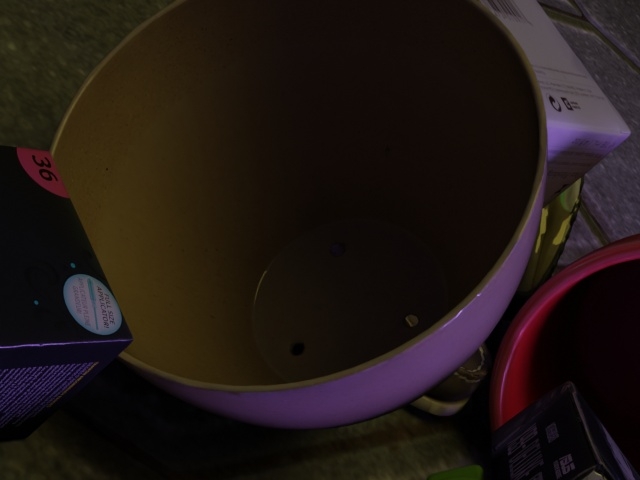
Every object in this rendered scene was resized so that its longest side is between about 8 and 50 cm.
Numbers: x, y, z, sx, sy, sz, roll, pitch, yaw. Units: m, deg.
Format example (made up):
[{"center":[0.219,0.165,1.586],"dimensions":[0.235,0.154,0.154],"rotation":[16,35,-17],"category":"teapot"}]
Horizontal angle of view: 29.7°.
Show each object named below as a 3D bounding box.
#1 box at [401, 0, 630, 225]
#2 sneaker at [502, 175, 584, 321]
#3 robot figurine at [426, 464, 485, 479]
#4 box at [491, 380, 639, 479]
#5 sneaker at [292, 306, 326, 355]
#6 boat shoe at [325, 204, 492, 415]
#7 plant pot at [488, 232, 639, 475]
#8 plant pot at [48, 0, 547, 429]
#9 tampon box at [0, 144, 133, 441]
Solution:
[{"center":[0.107,-0.115,0.907],"dimensions":[0.181,0.119,0.182],"rotation":[-3,56,-52],"category":"box"},{"center":[0.119,-0.089,1.128],"dimensions":[0.182,0.158,0.410],"rotation":[3,46,-10],"category":"sneaker"},{"center":[0.090,0.198,0.771],"dimensions":[0.115,0.067,0.101],"rotation":[-81,153,-55],"category":"robot figurine"},{"center":[0.223,0.251,0.753],"dimensions":[0.307,0.076,0.242],"rotation":[54,9,2],"category":"box"},{"center":[-0.002,0.081,0.819],"dimensions":[0.031,0.035,0.083],"rotation":[3,52,-50],"category":"sneaker"},{"center":[0.023,-0.016,0.903],"dimensions":[0.324,0.097,0.116],"rotation":[51,30,6],"category":"boat shoe"},{"center":[0.285,0.109,0.967],"dimensions":[0.275,0.275,0.243],"rotation":[49,20,2],"category":"plant pot"},{"center":[0.000,0.000,0.733],"dimensions":[0.191,0.284,0.284],"rotation":[67,3,-56],"category":"plant pot"},{"center":[-0.194,0.026,0.567],"dimensions":[0.161,0.101,0.120],"rotation":[2,54,-52],"category":"tampon box"}]
